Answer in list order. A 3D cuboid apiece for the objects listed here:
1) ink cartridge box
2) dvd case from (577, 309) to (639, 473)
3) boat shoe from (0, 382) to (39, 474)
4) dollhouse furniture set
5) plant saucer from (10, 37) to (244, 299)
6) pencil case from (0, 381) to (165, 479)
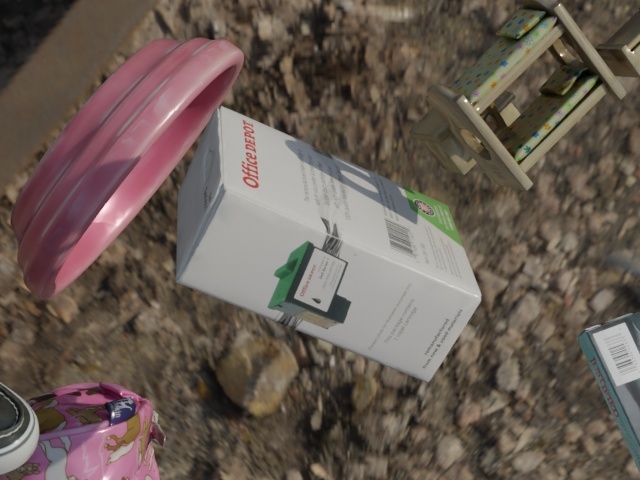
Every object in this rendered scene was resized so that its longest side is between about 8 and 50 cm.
[{"bbox_3d":[0.000,0.000,1.097,0.219,0.160,0.092,23,113,-15],"label":"ink cartridge box"},{"bbox_3d":[0.177,0.059,0.585,0.119,0.013,0.087,-18,73,-19],"label":"dvd case"},{"bbox_3d":[-0.176,0.049,0.543,0.142,0.040,0.049,22,46,6],"label":"boat shoe"},{"bbox_3d":[0.160,-0.146,1.110,0.182,0.161,0.101,-44,110,-8],"label":"dollhouse furniture set"},{"bbox_3d":[-0.212,-0.089,1.460,0.084,0.332,0.332,38,80,-2],"label":"plant saucer"},{"bbox_3d":[-0.213,0.341,1.412,0.167,0.160,0.386,-9,99,10],"label":"pencil case"}]
